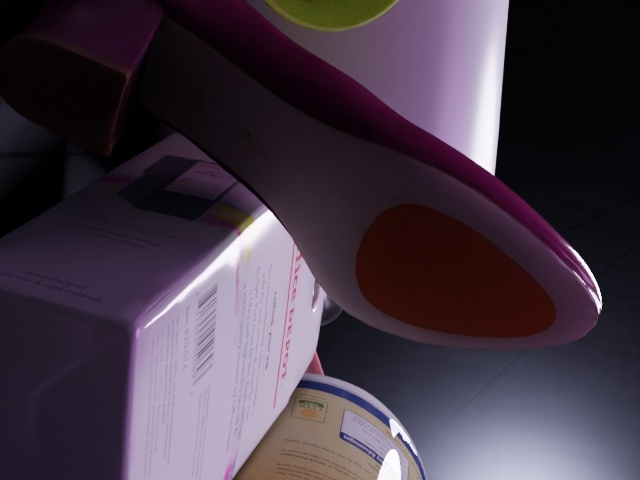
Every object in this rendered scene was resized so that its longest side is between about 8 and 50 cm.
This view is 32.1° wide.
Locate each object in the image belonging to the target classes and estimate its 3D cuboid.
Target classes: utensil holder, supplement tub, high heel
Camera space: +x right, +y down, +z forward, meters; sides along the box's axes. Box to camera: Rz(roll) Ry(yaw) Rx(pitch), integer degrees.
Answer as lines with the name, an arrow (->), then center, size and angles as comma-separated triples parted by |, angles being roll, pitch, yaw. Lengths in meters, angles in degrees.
utensil holder -> 0.018, -0.211, 1.044 | 0.327, 0.327, 0.386 | 60, 36, -86
supplement tub -> -0.035, 0.261, 0.836 | 0.316, 0.228, 0.228 | -71, 169, -70
high heel -> 0.007, -0.073, 0.678 | 0.127, 0.377, 0.181 | -55, -172, 38

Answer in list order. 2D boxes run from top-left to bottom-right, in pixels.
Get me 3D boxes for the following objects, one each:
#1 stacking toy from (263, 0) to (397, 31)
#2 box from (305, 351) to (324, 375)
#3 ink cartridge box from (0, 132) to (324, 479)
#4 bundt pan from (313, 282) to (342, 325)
stacking toy -> -0.027, -0.302, 0.705 | 0.280, 0.309, 0.130 | -63, -149, 8
box -> -0.068, 0.170, 1.159 | 0.300, 0.142, 0.154 | -114, -168, -61
ink cartridge box -> -0.099, 0.058, 0.750 | 0.353, 0.119, 0.207 | -46, 147, -62
bundt pan -> 0.000, 0.000, 1.436 | 0.331, 0.124, 0.331 | -35, 154, -20
